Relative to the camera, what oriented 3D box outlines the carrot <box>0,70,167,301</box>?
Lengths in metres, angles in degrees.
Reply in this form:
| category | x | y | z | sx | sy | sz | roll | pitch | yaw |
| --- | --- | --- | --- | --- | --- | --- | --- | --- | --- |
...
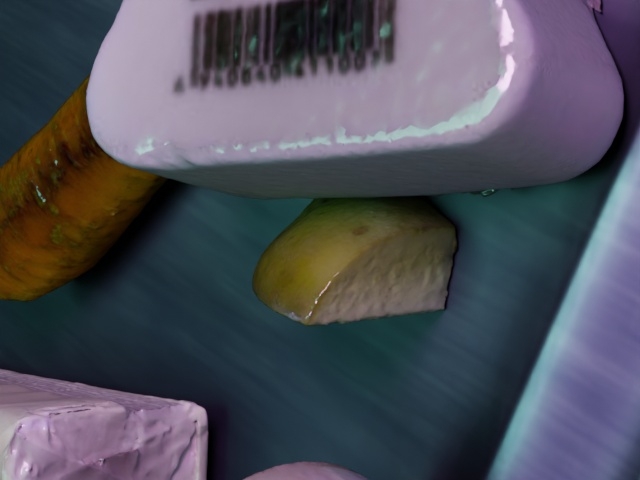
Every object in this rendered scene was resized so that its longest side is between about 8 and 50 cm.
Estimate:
| category | x | y | z | sx | sy | sz | roll | pitch | yaw |
| --- | --- | --- | --- | --- | --- | --- | --- | --- | --- |
| carrot | -0.184 | -0.057 | 1.513 | 0.302 | 0.114 | 0.114 | -41 | 60 | 38 |

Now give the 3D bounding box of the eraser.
| category | x | y | z | sx | sy | sz | roll | pitch | yaw |
| --- | --- | --- | --- | --- | --- | --- | --- | --- | --- |
| eraser | -0.002 | -0.137 | 1.209 | 0.331 | 0.150 | 0.331 | -6 | 79 | 36 |

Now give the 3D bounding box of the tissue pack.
| category | x | y | z | sx | sy | sz | roll | pitch | yaw |
| --- | --- | --- | --- | --- | --- | --- | --- | --- | --- |
| tissue pack | -0.266 | 0.259 | 1.538 | 0.380 | 0.207 | 0.297 | 1 | 92 | 50 |

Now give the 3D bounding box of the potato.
| category | x | y | z | sx | sy | sz | roll | pitch | yaw |
| --- | --- | --- | --- | --- | --- | --- | --- | --- | --- |
| potato | 0.000 | 0.000 | 1.281 | 0.149 | 0.120 | 0.081 | 19 | 107 | 47 |

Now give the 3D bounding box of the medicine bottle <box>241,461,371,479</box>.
| category | x | y | z | sx | sy | sz | roll | pitch | yaw |
| --- | --- | --- | --- | --- | --- | --- | --- | --- | --- |
| medicine bottle | 0.080 | 0.317 | 1.105 | 0.406 | 0.236 | 0.236 | 31 | 114 | 46 |
